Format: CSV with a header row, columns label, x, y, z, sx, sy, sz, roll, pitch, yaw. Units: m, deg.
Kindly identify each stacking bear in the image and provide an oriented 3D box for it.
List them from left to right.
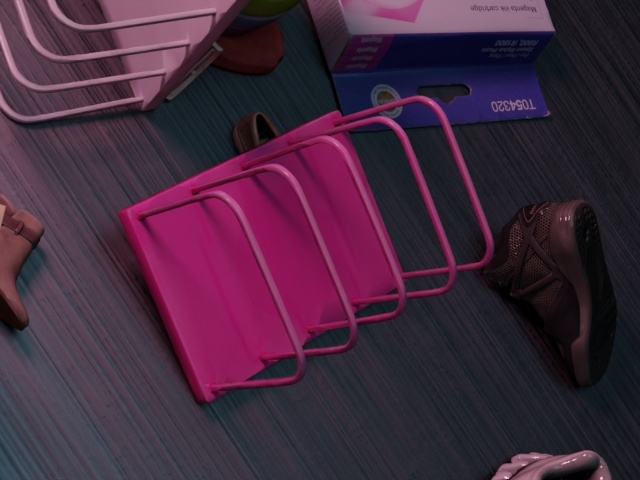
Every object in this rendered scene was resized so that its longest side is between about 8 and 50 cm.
label,x,y,z,sx,sy,sz,roll,pitch,yaw
stacking bear,-0.052,-0.312,1.361,0.164,0.289,0.175,1,70,-32

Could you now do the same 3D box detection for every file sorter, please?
label,x,y,z,sx,sy,sz,roll,pitch,yaw
file sorter,-0.210,-0.249,1.248,0.173,0.278,0.193,-15,79,-32
file sorter,0.000,0.000,1.301,0.291,0.182,0.202,-29,101,-37

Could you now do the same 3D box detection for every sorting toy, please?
label,x,y,z,sx,sy,sz,roll,pitch,yaw
sorting toy,-0.149,-0.202,1.393,0.075,0.083,0.045,47,26,-7

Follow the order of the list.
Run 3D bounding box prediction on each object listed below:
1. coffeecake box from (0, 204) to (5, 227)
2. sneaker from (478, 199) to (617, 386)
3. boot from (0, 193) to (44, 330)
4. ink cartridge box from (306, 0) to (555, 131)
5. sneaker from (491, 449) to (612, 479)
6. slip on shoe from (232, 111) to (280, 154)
label,x,y,z,sx,sy,sz,roll,pitch,yaw
coffeecake box,-0.329,0.055,1.092,0.068,0.185,0.142,21,60,-24
sneaker,0.262,0.059,1.541,0.087,0.130,0.227,-41,122,-42
boot,-0.284,0.014,1.230,0.118,0.042,0.087,49,51,-6
ink cartridge box,0.128,-0.301,1.613,0.324,0.071,0.330,-8,73,-35
sneaker,0.183,0.296,1.360,0.292,0.118,0.110,-33,91,-36
slip on shoe,-0.045,-0.073,1.419,0.051,0.041,0.135,-21,82,-37
